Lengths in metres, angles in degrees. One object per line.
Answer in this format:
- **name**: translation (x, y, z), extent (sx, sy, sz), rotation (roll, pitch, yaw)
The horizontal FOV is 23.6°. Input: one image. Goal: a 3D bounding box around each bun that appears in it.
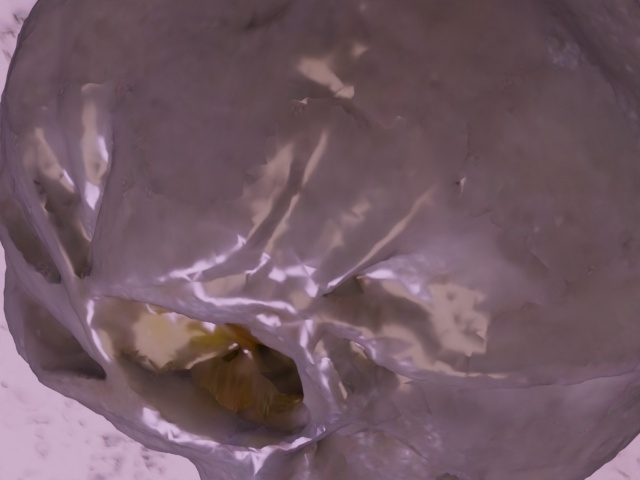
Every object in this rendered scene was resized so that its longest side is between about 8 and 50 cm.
- **bun**: translation (0.001, -0.005, 0.682), extent (0.354, 0.194, 0.354), rotation (15, 126, 22)
